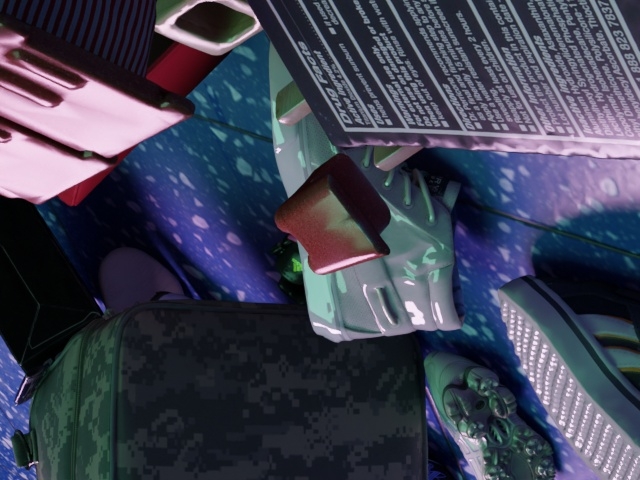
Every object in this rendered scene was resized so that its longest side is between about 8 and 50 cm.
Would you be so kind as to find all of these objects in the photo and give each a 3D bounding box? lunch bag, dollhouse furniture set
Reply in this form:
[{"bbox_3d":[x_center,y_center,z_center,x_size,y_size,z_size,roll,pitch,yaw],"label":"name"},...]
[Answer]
[{"bbox_3d":[-0.090,0.168,1.580,0.256,0.305,0.213,152,118,-63],"label":"lunch bag"},{"bbox_3d":[-0.049,-0.105,1.060,0.374,0.201,0.152,23,148,-34],"label":"dollhouse furniture set"}]

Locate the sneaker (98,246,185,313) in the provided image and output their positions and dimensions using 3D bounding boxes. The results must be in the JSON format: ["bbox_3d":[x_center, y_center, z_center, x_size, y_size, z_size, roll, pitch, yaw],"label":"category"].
[{"bbox_3d":[-0.163,0.090,1.853,0.212,0.080,0.094,54,165,-25],"label":"sneaker"}]

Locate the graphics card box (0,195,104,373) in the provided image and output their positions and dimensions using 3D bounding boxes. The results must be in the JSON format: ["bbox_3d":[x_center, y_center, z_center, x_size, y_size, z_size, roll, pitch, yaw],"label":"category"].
[{"bbox_3d":[-0.261,0.084,1.811,0.233,0.094,0.371,55,173,27],"label":"graphics card box"}]

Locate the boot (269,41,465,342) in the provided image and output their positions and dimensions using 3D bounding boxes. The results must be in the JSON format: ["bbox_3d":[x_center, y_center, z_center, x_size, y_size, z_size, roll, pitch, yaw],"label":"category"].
[{"bbox_3d":[0.041,-0.046,1.333,0.123,0.095,0.258,-4,120,14],"label":"boot"}]

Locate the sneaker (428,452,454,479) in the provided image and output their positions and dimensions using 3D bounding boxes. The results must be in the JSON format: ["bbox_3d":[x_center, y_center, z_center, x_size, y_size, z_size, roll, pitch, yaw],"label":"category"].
[{"bbox_3d":[0.097,0.282,1.748,0.090,0.081,0.232,34,153,36],"label":"sneaker"}]

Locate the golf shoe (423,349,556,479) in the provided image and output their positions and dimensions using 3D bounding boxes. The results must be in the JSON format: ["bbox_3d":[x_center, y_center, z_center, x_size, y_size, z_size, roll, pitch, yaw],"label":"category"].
[{"bbox_3d":[0.140,0.159,1.537,0.086,0.069,0.176,43,162,56],"label":"golf shoe"}]

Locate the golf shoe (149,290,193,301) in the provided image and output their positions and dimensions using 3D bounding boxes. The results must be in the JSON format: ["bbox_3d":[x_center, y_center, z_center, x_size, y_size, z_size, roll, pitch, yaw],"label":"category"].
[{"bbox_3d":[-0.081,0.113,1.774,0.198,0.077,0.094,42,145,-13],"label":"golf shoe"}]

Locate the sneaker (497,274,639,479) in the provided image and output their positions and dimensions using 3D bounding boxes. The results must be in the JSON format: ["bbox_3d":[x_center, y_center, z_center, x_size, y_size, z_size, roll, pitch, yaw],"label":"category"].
[{"bbox_3d":[0.236,0.105,1.238,0.321,0.127,0.126,51,165,56],"label":"sneaker"}]

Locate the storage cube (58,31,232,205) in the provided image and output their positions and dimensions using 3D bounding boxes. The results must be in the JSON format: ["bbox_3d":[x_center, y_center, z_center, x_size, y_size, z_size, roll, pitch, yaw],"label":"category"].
[{"bbox_3d":[-0.174,-0.169,1.295,0.183,0.215,0.193,42,161,2],"label":"storage cube"}]

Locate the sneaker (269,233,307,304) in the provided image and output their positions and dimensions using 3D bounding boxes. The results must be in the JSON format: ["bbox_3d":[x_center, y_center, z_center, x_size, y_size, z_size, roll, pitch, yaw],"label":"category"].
[{"bbox_3d":[0.000,0.000,1.457,0.063,0.075,0.170,38,154,13],"label":"sneaker"}]

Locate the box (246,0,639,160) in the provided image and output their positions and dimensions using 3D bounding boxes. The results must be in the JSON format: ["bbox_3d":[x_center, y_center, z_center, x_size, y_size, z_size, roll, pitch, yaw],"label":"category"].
[{"bbox_3d":[0.080,-0.206,0.885,0.294,0.183,0.296,7,135,51],"label":"box"}]
